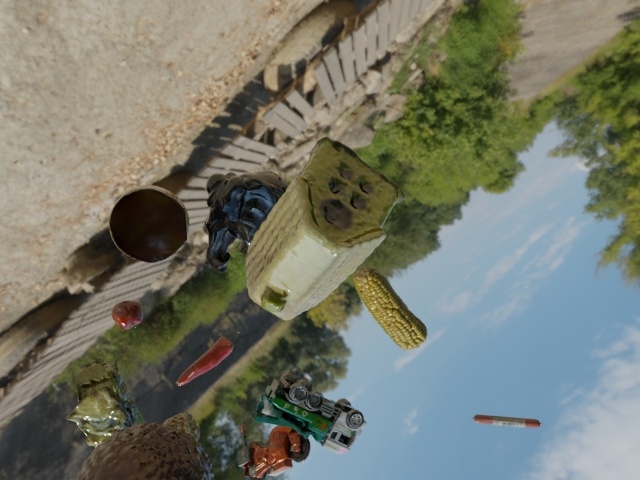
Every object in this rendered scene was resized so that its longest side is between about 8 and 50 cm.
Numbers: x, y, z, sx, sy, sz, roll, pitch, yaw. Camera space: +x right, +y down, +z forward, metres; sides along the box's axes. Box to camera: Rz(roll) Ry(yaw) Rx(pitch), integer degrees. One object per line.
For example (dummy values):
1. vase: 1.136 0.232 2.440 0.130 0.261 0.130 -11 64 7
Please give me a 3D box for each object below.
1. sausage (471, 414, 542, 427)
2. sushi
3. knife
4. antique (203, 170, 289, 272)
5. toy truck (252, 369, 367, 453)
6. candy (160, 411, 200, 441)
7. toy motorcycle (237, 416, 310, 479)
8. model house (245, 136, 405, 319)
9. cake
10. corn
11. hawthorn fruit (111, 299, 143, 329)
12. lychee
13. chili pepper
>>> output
1. sausage: 0.599 0.581 1.644 0.223 0.029 0.029 3 -178 5
2. sushi: -0.543 0.447 1.305 0.139 0.290 0.131 -14 -158 -4
3. knife: -0.646 0.513 1.667 0.020 0.293 0.043 -19 -164 50
4. antique: -0.190 -0.066 1.383 0.322 0.185 0.254 -25 126 -53
5. toy truck: -0.034 0.573 1.709 0.177 0.364 0.176 -65 -165 -6
6. candy: -0.376 0.511 1.354 0.110 0.095 0.085 -20 -175 15
7. toy motorcycle: -0.171 0.741 1.875 0.326 0.221 0.148 -36 136 23
8. model house: 0.000 0.000 0.767 0.193 0.175 0.234 -49 -167 39
9. cake: -0.427 -0.043 1.316 0.185 0.208 0.178 -63 -175 2
10. corn: 0.182 0.179 1.342 0.101 0.291 0.101 -29 -153 17
11. hawthorn fruit: -0.569 0.222 1.514 0.093 0.093 0.093 -41 178 -2
12. lychee: -0.323 0.464 0.945 0.261 0.260 0.260 -41 178 -2
13. chili pepper: -0.364 0.390 1.703 0.272 0.063 0.071 -39 159 -33
